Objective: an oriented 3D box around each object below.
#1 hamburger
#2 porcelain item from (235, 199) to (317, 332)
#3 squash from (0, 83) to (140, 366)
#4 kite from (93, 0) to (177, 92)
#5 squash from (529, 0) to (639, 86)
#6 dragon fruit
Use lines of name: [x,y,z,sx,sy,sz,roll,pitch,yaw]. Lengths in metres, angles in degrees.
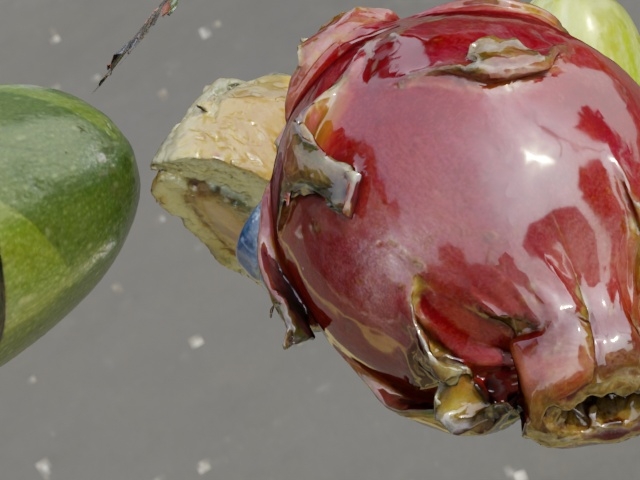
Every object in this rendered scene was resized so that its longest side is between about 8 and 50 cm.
hamburger: [-0.050,-0.083,1.679,0.162,0.330,0.209,-11,58,32]
porcelain item: [0.000,0.000,1.447,0.114,0.147,0.147,42,65,17]
squash: [-0.333,-0.021,1.589,0.310,0.310,0.309,1,15,37]
kite: [-0.129,-0.232,1.378,0.241,0.014,0.183,-45,15,12]
squash: [0.169,-0.076,1.018,0.137,0.287,0.137,-11,17,3]
dragon fruit: [0.084,-0.017,0.830,0.250,0.250,0.315,-15,31,17]
